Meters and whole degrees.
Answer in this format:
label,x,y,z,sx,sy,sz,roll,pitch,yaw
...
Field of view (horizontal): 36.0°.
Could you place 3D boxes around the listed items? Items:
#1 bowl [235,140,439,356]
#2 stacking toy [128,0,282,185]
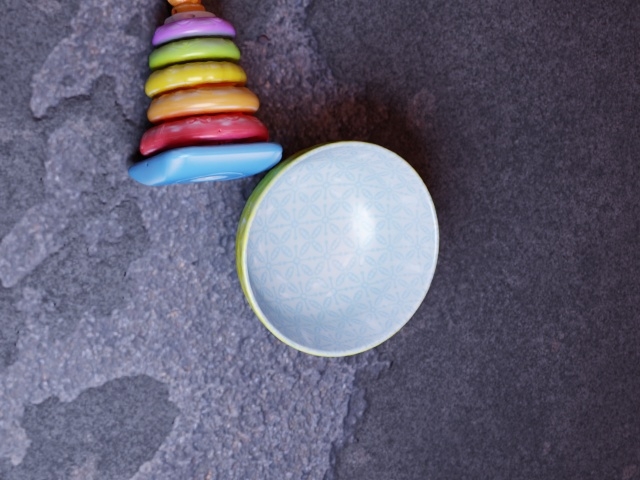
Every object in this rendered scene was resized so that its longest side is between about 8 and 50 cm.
label,x,y,z,sx,sy,sz,roll,pitch,yaw
bowl,0.000,0.000,1.349,0.289,0.156,0.289,-6,103,-26
stacking toy,-0.160,-0.226,1.249,0.165,0.175,0.302,-7,89,-31
